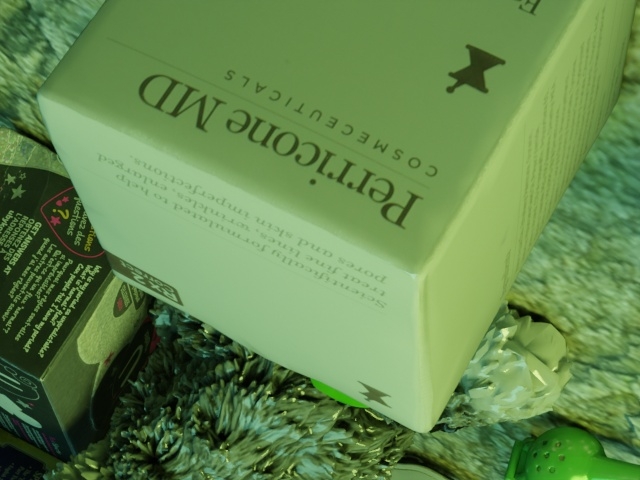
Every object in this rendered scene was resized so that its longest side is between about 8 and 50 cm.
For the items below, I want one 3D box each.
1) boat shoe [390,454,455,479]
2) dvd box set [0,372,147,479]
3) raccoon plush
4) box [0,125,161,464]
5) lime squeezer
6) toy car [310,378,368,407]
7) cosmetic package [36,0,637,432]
[{"bbox_3d":[0.080,0.205,1.223,0.125,0.038,0.046,4,104,41],"label":"boat shoe"},{"bbox_3d":[-0.200,0.216,1.262,0.420,0.308,0.062,26,126,6],"label":"dvd box set"},{"bbox_3d":[-0.065,0.167,0.982,0.216,0.299,0.446,37,158,-11],"label":"raccoon plush"},{"bbox_3d":[-0.213,0.054,1.125,0.142,0.163,0.247,27,158,9],"label":"box"},{"bbox_3d":[0.177,0.166,1.011,0.110,0.059,0.310,7,164,-20],"label":"lime squeezer"},{"bbox_3d":[0.000,0.000,0.822,0.239,0.053,0.225,17,138,35],"label":"toy car"},{"bbox_3d":[0.017,-0.056,0.553,0.151,0.184,0.151,25,157,16],"label":"cosmetic package"}]
